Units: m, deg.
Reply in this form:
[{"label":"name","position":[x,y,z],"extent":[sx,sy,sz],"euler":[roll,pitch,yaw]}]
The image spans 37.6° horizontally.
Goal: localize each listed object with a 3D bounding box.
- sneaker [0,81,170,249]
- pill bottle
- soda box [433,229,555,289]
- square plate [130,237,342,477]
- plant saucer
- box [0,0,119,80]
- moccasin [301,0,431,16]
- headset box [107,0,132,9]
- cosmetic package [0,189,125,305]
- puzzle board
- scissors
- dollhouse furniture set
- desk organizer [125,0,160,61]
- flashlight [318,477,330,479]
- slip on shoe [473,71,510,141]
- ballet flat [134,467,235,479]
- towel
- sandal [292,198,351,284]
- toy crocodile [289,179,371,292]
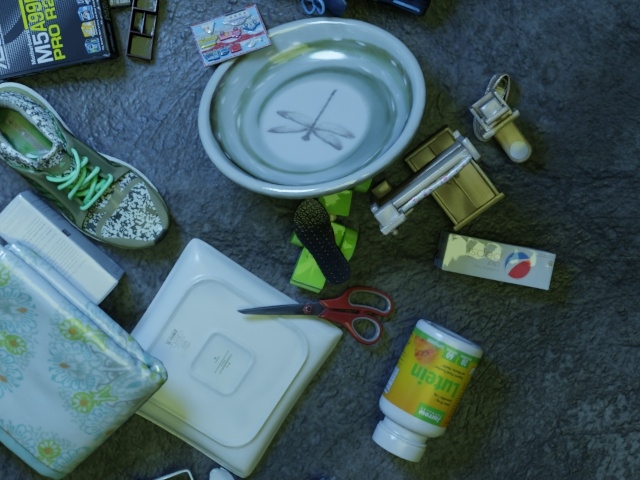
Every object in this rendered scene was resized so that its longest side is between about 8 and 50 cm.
[{"label":"sneaker","position":[-0.445,-0.118,1.637],"extent":[0.410,0.182,0.158],"euler":[37,91,-9]},{"label":"pill bottle","position":[0.195,0.285,1.773],"extent":[0.136,0.136,0.245],"euler":[25,93,-8]},{"label":"soda box","position":[0.333,0.037,1.798],"extent":[0.216,0.069,0.073],"euler":[11,95,-8]},{"label":"square plate","position":[-0.188,0.228,1.769],"extent":[0.344,0.049,0.347],"euler":[33,91,-9]},{"label":"plant saucer","position":[-0.011,-0.219,1.654],"extent":[0.401,0.100,0.400],"euler":[-5,58,8]},{"label":"box","position":[-0.488,-0.432,1.644],"extent":[0.216,0.060,0.270],"euler":[-9,97,5]},{"label":"moccasin","position":[0.037,-0.454,1.676],"extent":[0.342,0.137,0.116],"euler":[4,110,0]},{"label":"headset box","position":[-0.385,-0.447,1.686],"extent":[0.083,0.032,0.062],"euler":[-10,96,-4]},{"label":"cosmetic package","position":[-0.466,0.017,1.683],"extent":[0.231,0.117,0.085],"euler":[41,92,-10]},{"label":"puzzle board","position":[-0.164,-0.373,1.705],"extent":[0.128,0.011,0.096],"euler":[-19,67,-4]},{"label":"scissors","position":[-0.005,0.120,1.769],"extent":[0.297,0.021,0.109],"euler":[14,83,-14]},{"label":"dollhouse furniture set","position":[0.256,-0.095,1.621],"extent":[0.303,0.355,0.174],"euler":[-37,99,10]},{"label":"desk organizer","position":[-0.319,-0.392,1.690],"extent":[0.047,0.050,0.130],"euler":[8,95,-7]},{"label":"flashlight","position":[-0.078,0.585,1.792],"extent":[0.304,0.103,0.103],"euler":[-41,101,-2]},{"label":"slip on shoe","position":[0.329,-0.254,1.781],"extent":[0.051,0.041,0.135],"euler":[22,93,-8]},{"label":"ballet flat","position":[-0.226,0.481,1.772],"extent":[0.281,0.095,0.096],"euler":[-1,84,-6]},{"label":"towel","position":[-0.504,0.217,1.655],"extent":[0.374,0.090,0.320],"euler":[43,115,-9]},{"label":"sandal","position":[0.000,0.000,1.686],"extent":[0.067,0.040,0.179],"euler":[-23,116,6]},{"label":"toy crocodile","position":[0.021,-0.069,1.744],"extent":[0.115,0.105,0.340],"euler":[14,98,-7]}]
